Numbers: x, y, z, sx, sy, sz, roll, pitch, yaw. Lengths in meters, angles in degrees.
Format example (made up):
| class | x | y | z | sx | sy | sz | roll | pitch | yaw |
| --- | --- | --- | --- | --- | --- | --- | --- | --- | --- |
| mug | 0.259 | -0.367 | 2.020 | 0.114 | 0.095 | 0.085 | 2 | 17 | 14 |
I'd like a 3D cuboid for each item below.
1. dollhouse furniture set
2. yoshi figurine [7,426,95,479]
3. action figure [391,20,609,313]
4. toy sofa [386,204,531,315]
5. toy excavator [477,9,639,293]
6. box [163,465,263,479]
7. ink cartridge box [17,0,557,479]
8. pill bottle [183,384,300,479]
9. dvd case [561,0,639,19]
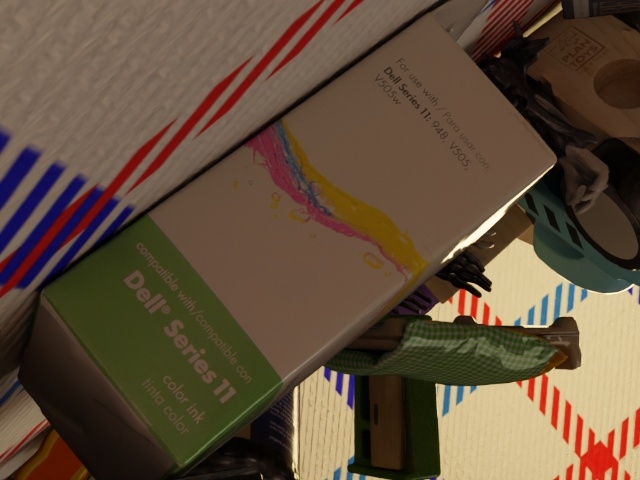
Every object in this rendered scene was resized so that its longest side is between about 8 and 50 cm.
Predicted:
| class | x | y | z | sx | sy | sz | roll | pitch | yaw |
| --- | --- | --- | --- | --- | --- | --- | --- | --- | --- |
| dollhouse furniture set | 0.058 | 0.139 | 1.181 | 0.197 | 0.151 | 0.301 | 2 | 177 | -33 |
| yoshi figurine | -0.239 | 0.284 | 1.477 | 0.203 | 0.203 | 0.362 | -23 | 175 | -11 |
| action figure | 0.128 | -0.052 | 1.099 | 0.164 | 0.141 | 0.276 | -33 | -162 | 48 |
| toy sofa | 0.059 | 0.019 | 1.412 | 0.177 | 0.150 | 0.362 | -40 | 177 | -14 |
| toy excavator | 0.244 | -0.065 | 1.414 | 0.222 | 0.433 | 0.445 | -39 | 148 | -17 |
| box | -0.202 | 0.289 | 0.789 | 0.293 | 0.212 | 0.395 | -7 | 162 | -22 |
| ink cartridge box | 0.000 | 0.000 | 0.835 | 0.353 | 0.119 | 0.207 | -38 | 175 | -23 |
| pill bottle | -0.075 | 0.147 | 1.037 | 0.123 | 0.123 | 0.219 | -43 | -146 | 38 |
| dvd case | 0.295 | -0.204 | 1.075 | 0.221 | 0.018 | 0.164 | -4 | 177 | 11 |
